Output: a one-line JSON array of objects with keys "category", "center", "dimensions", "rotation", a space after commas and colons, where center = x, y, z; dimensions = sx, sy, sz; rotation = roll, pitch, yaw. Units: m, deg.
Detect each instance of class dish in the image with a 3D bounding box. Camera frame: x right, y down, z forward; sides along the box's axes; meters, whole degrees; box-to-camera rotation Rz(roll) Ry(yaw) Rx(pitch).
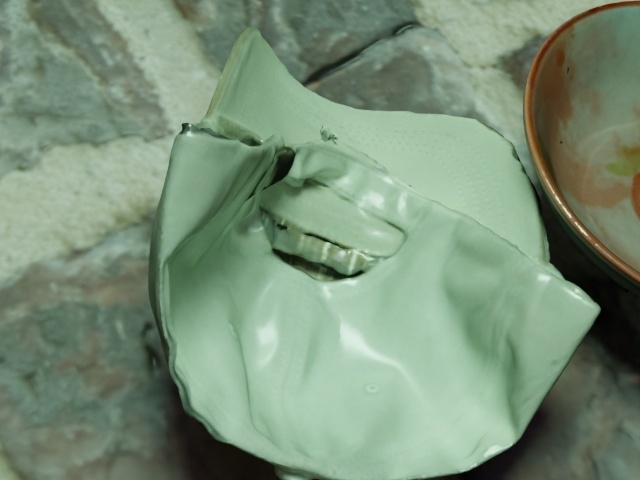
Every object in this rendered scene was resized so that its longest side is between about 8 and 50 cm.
[{"category": "dish", "center": [0.242, -0.036, 0.799], "dimensions": [0.260, 0.085, 0.260], "rotation": [8, 56, -12]}]

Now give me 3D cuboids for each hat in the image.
[{"category": "hat", "center": [0.003, -0.002, 0.748], "dimensions": [0.257, 0.168, 0.301], "rotation": [24, 30, -17]}]
